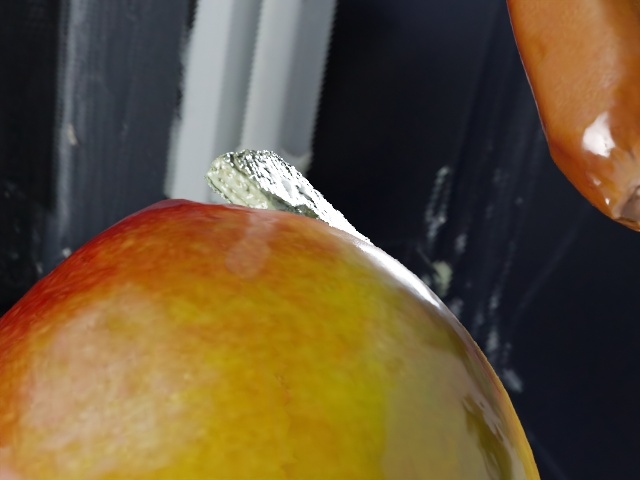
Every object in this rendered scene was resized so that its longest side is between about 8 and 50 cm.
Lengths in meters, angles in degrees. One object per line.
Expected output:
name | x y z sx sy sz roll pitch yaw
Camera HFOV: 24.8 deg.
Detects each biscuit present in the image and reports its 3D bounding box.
biscuit | 0.000 0.000 1.445 0.046 0.250 0.147 -50 -12 14

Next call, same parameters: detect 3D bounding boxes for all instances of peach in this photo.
peach | -0.048 0.139 0.653 0.307 0.332 0.308 -4 -23 -2

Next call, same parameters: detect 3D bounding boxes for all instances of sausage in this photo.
sausage | 0.163 -0.147 0.885 0.094 0.348 0.097 -34 -46 27
